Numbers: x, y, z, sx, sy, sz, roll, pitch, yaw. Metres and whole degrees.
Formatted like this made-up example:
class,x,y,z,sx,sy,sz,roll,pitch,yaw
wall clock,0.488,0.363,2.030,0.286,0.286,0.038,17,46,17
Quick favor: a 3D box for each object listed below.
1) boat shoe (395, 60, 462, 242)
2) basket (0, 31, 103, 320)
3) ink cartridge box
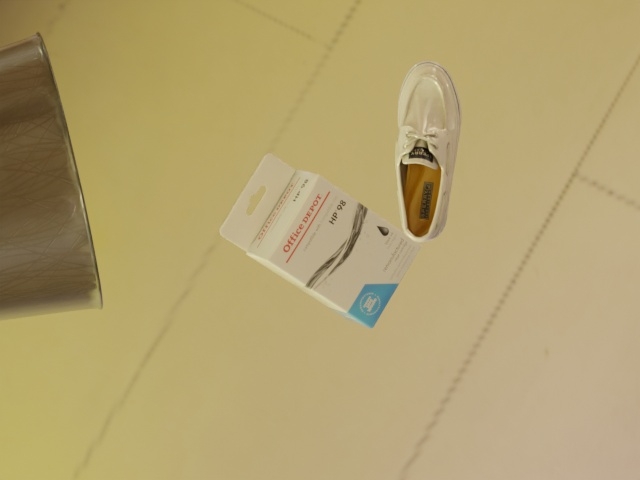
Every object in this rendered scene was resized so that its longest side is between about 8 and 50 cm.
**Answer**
class,x,y,z,sx,sy,sz,roll,pitch,yaw
boat shoe,0.056,-0.048,0.898,0.035,0.035,0.100,6,96,8
basket,-0.267,-0.015,1.040,0.227,0.204,0.154,-14,49,-10
ink cartridge box,0.000,0.000,1.679,0.180,0.060,0.104,33,84,-25
